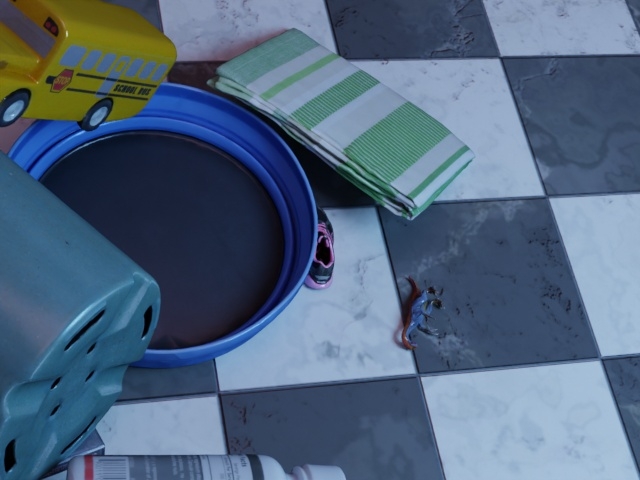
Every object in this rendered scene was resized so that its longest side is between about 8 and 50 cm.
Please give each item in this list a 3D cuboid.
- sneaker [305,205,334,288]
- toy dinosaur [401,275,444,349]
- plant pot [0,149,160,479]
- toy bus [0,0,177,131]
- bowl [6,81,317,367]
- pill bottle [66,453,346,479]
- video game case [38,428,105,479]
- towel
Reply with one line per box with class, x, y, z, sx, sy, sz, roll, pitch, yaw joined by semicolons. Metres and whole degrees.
sneaker;0.000;0.000;1.511;0.047;0.057;0.119;-1;57;-12
toy dinosaur;0.121;0.098;1.501;0.082;0.047;0.090;-40;41;-21
plant pot;-0.364;0.053;1.193;0.334;0.341;0.341;32;57;13
toy bus;-0.296;-0.207;1.347;0.108;0.130;0.332;41;15;12
bowl;-0.201;-0.021;1.465;0.391;0.077;0.391;6;58;-9
pill bottle;-0.120;0.302;1.229;0.283;0.161;0.161;2;58;-12
video game case;-0.395;0.200;1.268;0.274;0.026;0.196;-16;49;-29
towel;0.037;-0.163;1.592;0.324;0.038;0.248;34;34;11
